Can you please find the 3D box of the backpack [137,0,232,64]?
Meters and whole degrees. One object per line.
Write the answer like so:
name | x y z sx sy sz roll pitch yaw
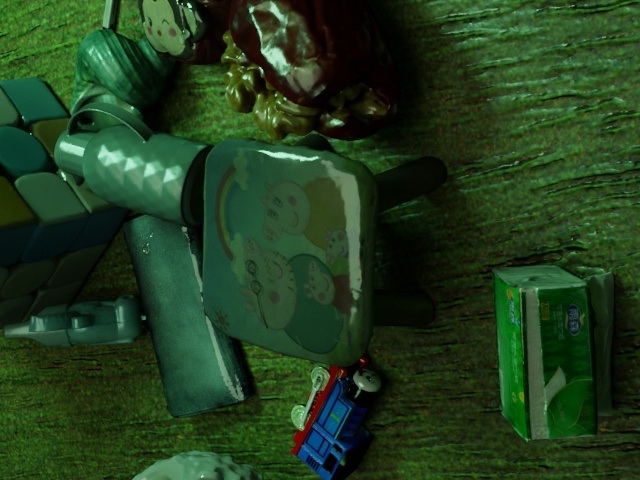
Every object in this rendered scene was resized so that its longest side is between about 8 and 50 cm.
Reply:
backpack | -0.202 -0.392 1.791 0.229 0.139 0.229 23 118 52

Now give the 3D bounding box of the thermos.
thermos | -0.315 -0.134 1.879 0.287 0.145 0.182 17 131 18

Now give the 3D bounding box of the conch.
conch | -0.338 -0.277 1.922 0.202 0.134 0.196 -8 137 32

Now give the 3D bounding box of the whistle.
whistle | -0.445 0.154 2.068 0.274 0.186 0.093 -5 92 1

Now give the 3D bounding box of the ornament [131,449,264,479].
ornament | -0.203 0.531 1.878 0.337 0.337 0.337 9 106 36

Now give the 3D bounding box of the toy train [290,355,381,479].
toy train | 0.031 0.276 1.791 0.131 0.083 0.204 39 123 25

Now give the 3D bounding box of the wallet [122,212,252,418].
wallet | -0.245 0.122 1.989 0.191 0.046 0.379 -18 88 37

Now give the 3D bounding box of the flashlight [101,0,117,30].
flashlight | -0.374 -0.406 1.986 0.018 0.018 0.083 25 114 30

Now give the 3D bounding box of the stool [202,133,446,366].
stool | 0.000 0.000 1.664 0.310 0.226 0.310 13 107 34

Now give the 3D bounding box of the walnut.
walnut | -0.025 -0.258 1.605 0.269 0.244 0.221 59 174 36

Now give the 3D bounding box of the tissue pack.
tissue pack | 0.324 0.145 1.508 0.156 0.148 0.209 -4 99 -2

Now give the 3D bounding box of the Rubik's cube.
Rubik's cube | -0.619 -0.056 2.048 0.346 0.344 0.347 53 127 17
